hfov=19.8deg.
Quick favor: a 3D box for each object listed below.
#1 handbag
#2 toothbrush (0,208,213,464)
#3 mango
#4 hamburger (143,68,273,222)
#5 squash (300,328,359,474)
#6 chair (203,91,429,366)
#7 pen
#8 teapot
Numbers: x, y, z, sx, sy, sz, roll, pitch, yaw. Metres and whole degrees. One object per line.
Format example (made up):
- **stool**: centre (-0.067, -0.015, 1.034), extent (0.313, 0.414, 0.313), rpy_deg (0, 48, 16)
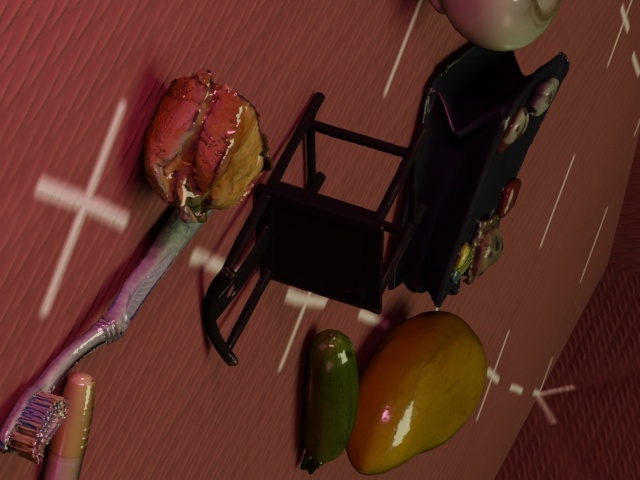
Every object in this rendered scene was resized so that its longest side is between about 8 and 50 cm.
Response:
- **handbag**: centre (0.207, -0.093, 2.433), extent (0.303, 0.122, 0.329), rpy_deg (-42, 150, -60)
- **toothbrush**: centre (-0.153, 0.039, 1.531), extent (0.413, 0.042, 0.035), rpy_deg (-57, 160, -45)
- **mango**: centre (0.129, 0.197, 2.478), extent (0.332, 0.142, 0.195), rpy_deg (-20, 124, -67)
- **hamburger**: centre (-0.105, -0.066, 1.493), extent (0.102, 0.087, 0.176), rpy_deg (-54, 167, -13)
- **squash**: centre (0.012, 0.199, 2.221), extent (0.252, 0.066, 0.066), rpy_deg (94, 22, -46)
- **chair**: centre (0.000, 0.000, 1.820), extent (0.154, 0.141, 0.260), rpy_deg (89, 23, -51)
- **pen**: centre (-0.220, 0.212, 1.530), extent (0.040, 0.032, 0.233), rpy_deg (-94, -162, -68)
- **teapot**: centre (0.215, -0.353, 2.080), extent (0.318, 0.149, 0.220), rpy_deg (-51, 147, -47)
